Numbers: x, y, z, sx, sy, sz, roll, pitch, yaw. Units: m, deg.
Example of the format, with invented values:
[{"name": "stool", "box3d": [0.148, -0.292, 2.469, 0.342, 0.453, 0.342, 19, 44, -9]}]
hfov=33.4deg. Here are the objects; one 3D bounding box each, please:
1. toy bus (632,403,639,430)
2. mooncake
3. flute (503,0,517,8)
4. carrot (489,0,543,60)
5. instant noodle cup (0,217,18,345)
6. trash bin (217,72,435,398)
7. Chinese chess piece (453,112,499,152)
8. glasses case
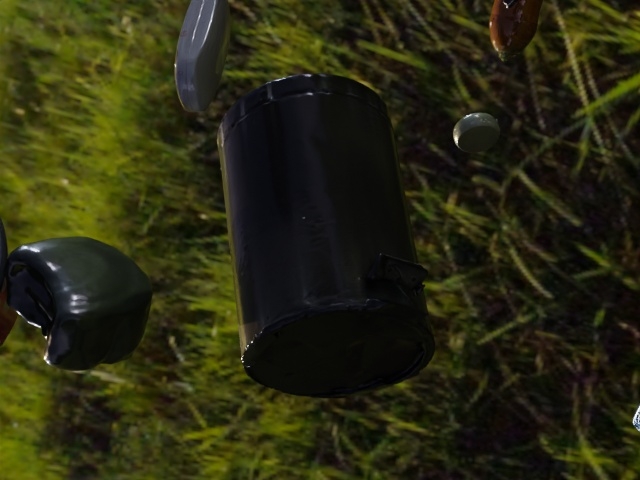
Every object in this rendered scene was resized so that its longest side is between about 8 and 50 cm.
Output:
[{"name": "toy bus", "box3d": [0.642, 0.256, 1.747, 0.113, 0.246, 0.134, 49, 150, 38]}, {"name": "mooncake", "box3d": [-0.278, 0.072, 1.203, 0.175, 0.168, 0.104, -99, 29, -62]}, {"name": "flute", "box3d": [0.289, -0.340, 1.128, 0.269, 0.014, 0.014, -43, 42, 34]}, {"name": "carrot", "box3d": [0.256, -0.342, 1.248, 0.066, 0.062, 0.271, -22, -47, -69]}, {"name": "instant noodle cup", "box3d": [-0.483, 0.056, 1.326, 0.181, 0.258, 0.302, 73, -143, -69]}, {"name": "trash bin", "box3d": [0.000, 0.000, 1.146, 0.252, 0.203, 0.302, -47, 41, 42]}, {"name": "Chinese chess piece", "box3d": [0.281, -0.195, 1.929, 0.084, 0.084, 0.034, -47, 41, 41]}, {"name": "glasses case", "box3d": [-0.116, -0.194, 1.064, 0.063, 0.041, 0.164, 84, -171, -47]}]
